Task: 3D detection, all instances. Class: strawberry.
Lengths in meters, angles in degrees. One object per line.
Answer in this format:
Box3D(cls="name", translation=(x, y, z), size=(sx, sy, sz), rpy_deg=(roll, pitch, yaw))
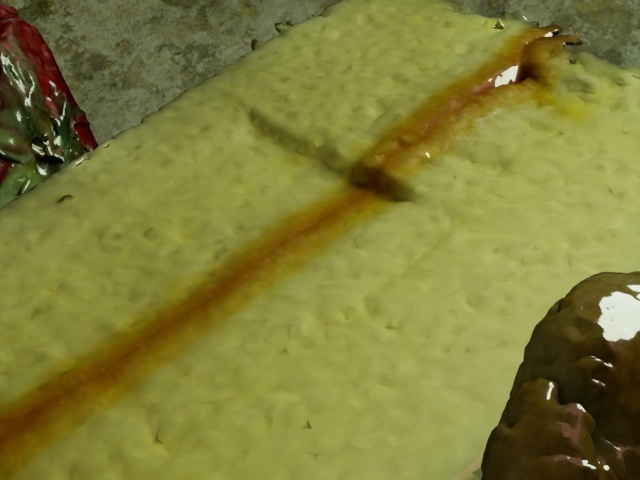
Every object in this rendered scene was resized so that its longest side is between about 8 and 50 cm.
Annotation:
Box3D(cls="strawberry", translation=(-0.303, -0.065, 1.364), size=(0.220, 0.274, 0.274), rpy_deg=(-16, -24, 25))

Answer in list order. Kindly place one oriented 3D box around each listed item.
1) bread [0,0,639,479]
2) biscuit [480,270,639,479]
Box3D(cls="bread", translation=(0.000, 0.000, 0.666), size=(0.345, 0.405, 0.242), rpy_deg=(8, -25, 43))
Box3D(cls="biscuit", translation=(0.113, 0.118, 0.508), size=(0.042, 0.226, 0.226), rpy_deg=(-14, -28, 36))
